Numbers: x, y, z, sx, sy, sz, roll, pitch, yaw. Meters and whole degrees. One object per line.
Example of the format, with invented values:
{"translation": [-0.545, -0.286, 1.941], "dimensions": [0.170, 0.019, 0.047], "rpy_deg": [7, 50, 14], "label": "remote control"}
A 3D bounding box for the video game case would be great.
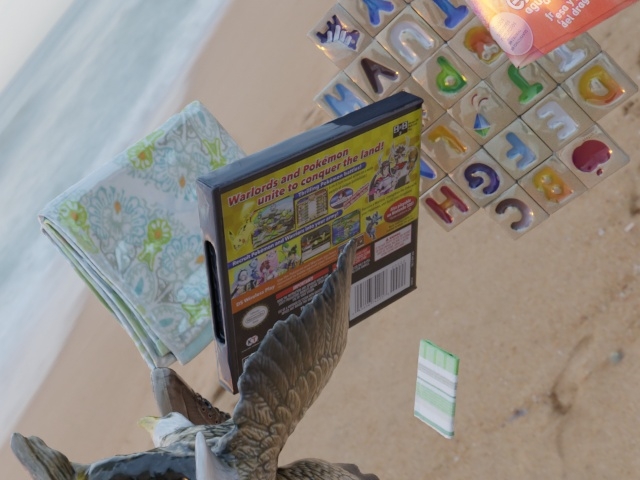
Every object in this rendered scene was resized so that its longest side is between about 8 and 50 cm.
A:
{"translation": [0.000, 0.000, 0.971], "dimensions": [0.275, 0.248, 0.035], "rpy_deg": [-27, 41, -33], "label": "video game case"}

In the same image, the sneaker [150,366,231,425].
{"translation": [-0.112, 0.191, 0.937], "dimensions": [0.071, 0.188, 0.066], "rpy_deg": [-24, 33, -8], "label": "sneaker"}

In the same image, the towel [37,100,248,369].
{"translation": [-0.220, -0.015, 1.486], "dimensions": [0.374, 0.320, 0.090], "rpy_deg": [-43, 9, -36], "label": "towel"}

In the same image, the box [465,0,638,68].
{"translation": [0.223, -0.293, 0.722], "dimensions": [0.300, 0.154, 0.142], "rpy_deg": [-47, 12, -32], "label": "box"}

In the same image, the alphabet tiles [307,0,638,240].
{"translation": [0.158, -0.159, 1.017], "dimensions": [0.285, 0.342, 0.011], "rpy_deg": [-39, 12, 37], "label": "alphabet tiles"}

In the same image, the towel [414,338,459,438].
{"translation": [0.211, 0.264, 1.662], "dimensions": [0.113, 0.023, 0.152], "rpy_deg": [26, 116, 57], "label": "towel"}

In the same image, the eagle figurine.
{"translation": [-0.039, 0.141, 0.607], "dimensions": [0.225, 0.298, 0.226], "rpy_deg": [50, 138, 32], "label": "eagle figurine"}
